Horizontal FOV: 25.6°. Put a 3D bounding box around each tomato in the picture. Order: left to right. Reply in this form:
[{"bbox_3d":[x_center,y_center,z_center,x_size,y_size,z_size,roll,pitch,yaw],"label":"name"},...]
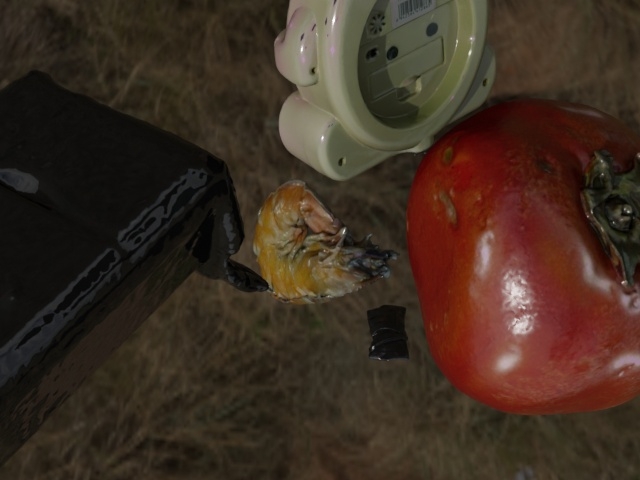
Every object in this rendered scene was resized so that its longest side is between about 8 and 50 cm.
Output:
[{"bbox_3d":[0.236,0.019,1.471,0.293,0.325,0.290,-3,160,-30],"label":"tomato"}]

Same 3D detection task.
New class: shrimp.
[{"bbox_3d":[0.000,0.000,1.794,0.062,0.317,0.164,-16,96,-32],"label":"shrimp"}]

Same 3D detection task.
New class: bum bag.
[{"bbox_3d":[0.091,0.125,1.899,0.058,0.124,0.034,-5,120,2],"label":"bum bag"}]

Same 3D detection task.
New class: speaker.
[{"bbox_3d":[-0.203,0.059,0.883,0.180,0.388,0.184,26,143,26],"label":"speaker"}]

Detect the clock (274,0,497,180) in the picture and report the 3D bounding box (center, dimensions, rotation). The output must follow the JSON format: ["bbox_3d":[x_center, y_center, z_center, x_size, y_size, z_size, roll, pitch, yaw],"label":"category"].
[{"bbox_3d":[0.075,-0.245,1.591,0.284,0.114,0.309,-29,131,-26],"label":"clock"}]
